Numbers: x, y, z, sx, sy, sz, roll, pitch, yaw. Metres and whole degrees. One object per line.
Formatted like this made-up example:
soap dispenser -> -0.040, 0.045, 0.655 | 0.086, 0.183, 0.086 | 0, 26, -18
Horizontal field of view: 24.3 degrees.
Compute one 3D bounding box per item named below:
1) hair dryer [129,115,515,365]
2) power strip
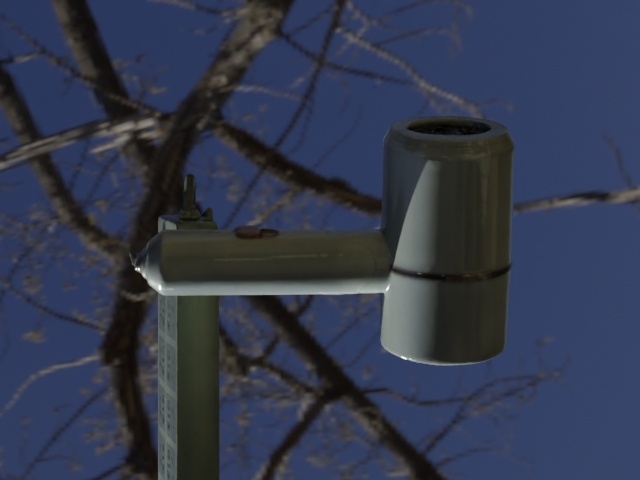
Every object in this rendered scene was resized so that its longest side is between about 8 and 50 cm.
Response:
hair dryer -> 0.000, 0.000, 0.530 | 0.047, 0.137, 0.082 | -94, 3, -74
power strip -> -0.053, 0.041, 0.593 | 0.019, 0.051, 0.136 | -1, -84, -14
